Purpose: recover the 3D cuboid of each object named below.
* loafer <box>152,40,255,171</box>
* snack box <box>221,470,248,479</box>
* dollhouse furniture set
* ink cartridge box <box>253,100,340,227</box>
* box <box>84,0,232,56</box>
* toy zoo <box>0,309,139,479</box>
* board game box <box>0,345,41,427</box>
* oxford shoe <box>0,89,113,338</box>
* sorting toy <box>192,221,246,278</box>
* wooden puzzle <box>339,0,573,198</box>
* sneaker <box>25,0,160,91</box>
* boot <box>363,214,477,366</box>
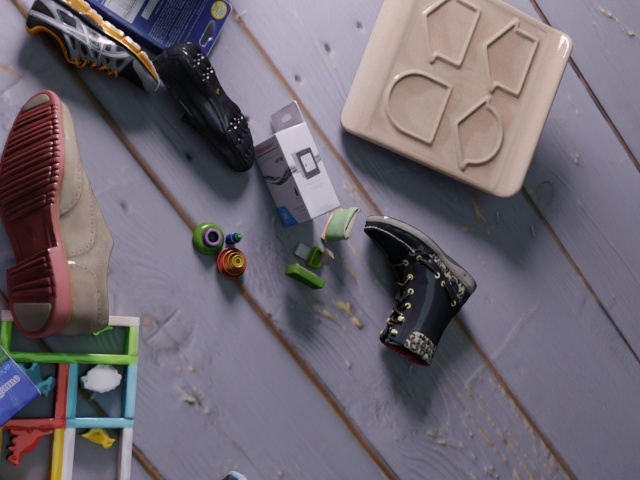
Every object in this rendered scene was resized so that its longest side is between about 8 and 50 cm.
[{"bbox_3d":[-0.176,-0.199,1.299,0.223,0.078,0.076,59,30,-24],"label":"loafer"},{"bbox_3d":[-0.179,0.514,1.206,0.322,0.060,0.187,-41,102,-26],"label":"snack box"},{"bbox_3d":[0.000,0.000,1.359,0.058,0.076,0.152,31,71,-21],"label":"dollhouse furniture set"},{"bbox_3d":[-0.048,-0.118,1.334,0.060,0.104,0.180,-25,95,-27],"label":"ink cartridge box"},{"bbox_3d":[-0.259,-0.368,1.294,0.225,0.036,0.136,31,71,-21],"label":"box"},{"bbox_3d":[-0.354,0.248,1.167,0.192,0.030,0.293,7,80,-26],"label":"toy zoo"},{"bbox_3d":[-0.571,0.173,1.026,0.318,0.066,0.318,-42,99,-22],"label":"board game box"},{"bbox_3d":[-0.360,-0.034,1.172,0.130,0.123,0.348,14,68,-55],"label":"oxford shoe"},{"bbox_3d":[-0.146,0.010,1.300,0.102,0.042,0.061,48,65,-14],"label":"sorting toy"},{"bbox_3d":[0.236,-0.278,1.483,0.347,0.080,0.322,21,87,-14],"label":"wooden puzzle"},{"bbox_3d":[-0.329,-0.281,1.230,0.215,0.084,0.083,37,83,-16],"label":"sneaker"},{"bbox_3d":[0.141,0.084,1.417,0.236,0.085,0.179,37,71,-19],"label":"boot"}]
